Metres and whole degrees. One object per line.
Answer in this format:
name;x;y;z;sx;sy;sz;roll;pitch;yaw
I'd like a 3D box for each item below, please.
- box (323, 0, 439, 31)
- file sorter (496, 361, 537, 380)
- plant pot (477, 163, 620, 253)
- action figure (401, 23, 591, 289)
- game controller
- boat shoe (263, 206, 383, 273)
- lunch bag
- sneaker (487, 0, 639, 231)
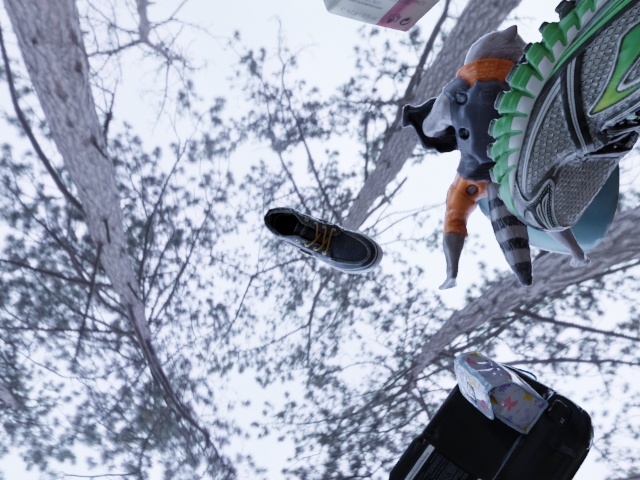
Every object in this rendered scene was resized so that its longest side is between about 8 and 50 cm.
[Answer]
box;0.098;-0.347;0.700;0.127;0.232;0.148;-1;-114;-40
file sorter;0.272;0.291;1.107;0.105;0.118;0.170;13;-126;20
plant pot;0.426;-0.116;1.398;0.196;0.290;0.290;0;-110;-10
action figure;0.274;-0.118;0.903;0.342;0.178;0.329;-10;-86;17
game controller;0.153;0.280;0.759;0.319;0.167;0.067;-50;-52;-13
boat shoe;0.000;0.000;1.045;0.184;0.083;0.065;17;-97;32
lunch bag;0.182;0.157;0.732;0.083;0.071;0.053;35;-87;-30
sneaker;0.240;-0.131;0.509;0.134;0.343;0.146;-21;-125;-37
